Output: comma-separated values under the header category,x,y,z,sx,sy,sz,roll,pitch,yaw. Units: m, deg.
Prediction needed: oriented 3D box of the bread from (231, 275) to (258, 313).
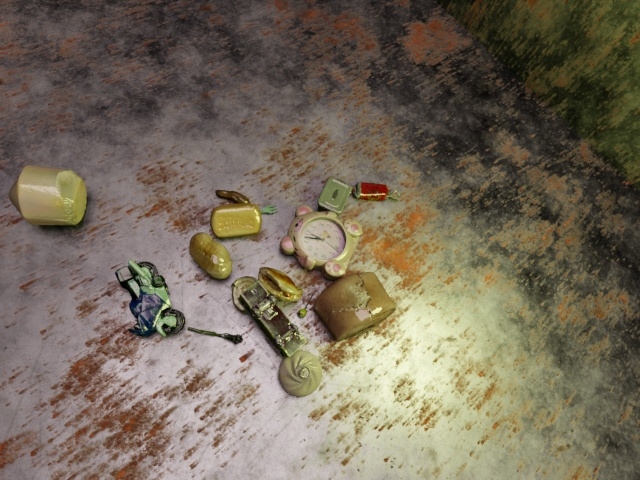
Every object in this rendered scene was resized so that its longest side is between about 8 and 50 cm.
category,x,y,z,sx,sy,sz,roll,pitch,yaw
bread,-0.301,0.222,1.701,0.118,0.064,0.156,-1,74,-17

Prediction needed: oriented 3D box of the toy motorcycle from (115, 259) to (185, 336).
category,x,y,z,sx,sy,sz,roll,pitch,yaw
toy motorcycle,-0.666,0.234,1.597,0.196,0.125,0.331,-29,79,-22

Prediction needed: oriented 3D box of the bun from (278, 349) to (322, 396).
category,x,y,z,sx,sy,sz,roll,pitch,yaw
bun,-0.073,0.505,1.597,0.173,0.120,0.172,5,68,-12

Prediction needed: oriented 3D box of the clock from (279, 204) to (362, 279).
category,x,y,z,sx,sy,sz,roll,pitch,yaw
clock,0.000,0.000,1.826,0.310,0.114,0.283,25,71,0

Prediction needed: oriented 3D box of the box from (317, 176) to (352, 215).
category,x,y,z,sx,sy,sz,roll,pitch,yaw
box,0.058,-0.193,1.939,0.124,0.092,0.172,26,65,0

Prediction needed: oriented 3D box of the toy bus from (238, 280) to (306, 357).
category,x,y,z,sx,sy,sz,roll,pitch,yaw
toy bus,-0.193,0.308,1.618,0.113,0.139,0.301,-36,88,-29

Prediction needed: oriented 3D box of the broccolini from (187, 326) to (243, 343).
category,x,y,z,sx,sy,sz,roll,pitch,yaw
broccolini,-0.410,0.364,1.640,0.218,0.044,0.042,15,80,1

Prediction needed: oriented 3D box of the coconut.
category,x,y,z,sx,sy,sz,roll,pitch,yaw
coconut,-1.065,-0.171,1.629,0.245,0.239,0.238,4,66,-16

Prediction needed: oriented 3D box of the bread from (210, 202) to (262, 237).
category,x,y,z,sx,sy,sz,roll,pitch,yaw
bread,-0.362,-0.089,1.798,0.218,0.098,0.147,-2,103,-12

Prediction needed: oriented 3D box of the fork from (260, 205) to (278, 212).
category,x,y,z,sx,sy,sz,roll,pitch,yaw
fork,-0.301,-0.116,1.873,0.235,0.021,0.039,-17,68,-18

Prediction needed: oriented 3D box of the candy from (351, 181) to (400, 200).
category,x,y,z,sx,sy,sz,roll,pitch,yaw
candy,0.246,-0.234,2.014,0.293,0.059,0.086,3,65,-11

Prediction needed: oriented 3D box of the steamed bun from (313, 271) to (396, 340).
category,x,y,z,sx,sy,sz,roll,pitch,yaw
steamed bun,0.145,0.257,1.703,0.302,0.199,0.251,-23,73,-19

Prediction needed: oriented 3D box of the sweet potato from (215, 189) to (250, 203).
category,x,y,z,sx,sy,sz,roll,pitch,yaw
sweet potato,-0.385,-0.194,1.873,0.182,0.054,0.053,25,55,2

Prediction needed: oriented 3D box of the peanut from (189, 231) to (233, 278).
category,x,y,z,sx,sy,sz,roll,pitch,yaw
peanut,-0.449,0.059,1.709,0.224,0.129,0.129,42,66,5

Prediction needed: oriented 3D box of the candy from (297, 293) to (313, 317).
category,x,y,z,sx,sy,sz,roll,pitch,yaw
candy,-0.057,0.270,1.753,0.035,0.035,0.122,33,57,0

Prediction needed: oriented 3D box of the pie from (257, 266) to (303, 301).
category,x,y,z,sx,sy,sz,roll,pitch,yaw
pie,-0.162,0.173,1.688,0.205,0.179,0.084,35,96,10
